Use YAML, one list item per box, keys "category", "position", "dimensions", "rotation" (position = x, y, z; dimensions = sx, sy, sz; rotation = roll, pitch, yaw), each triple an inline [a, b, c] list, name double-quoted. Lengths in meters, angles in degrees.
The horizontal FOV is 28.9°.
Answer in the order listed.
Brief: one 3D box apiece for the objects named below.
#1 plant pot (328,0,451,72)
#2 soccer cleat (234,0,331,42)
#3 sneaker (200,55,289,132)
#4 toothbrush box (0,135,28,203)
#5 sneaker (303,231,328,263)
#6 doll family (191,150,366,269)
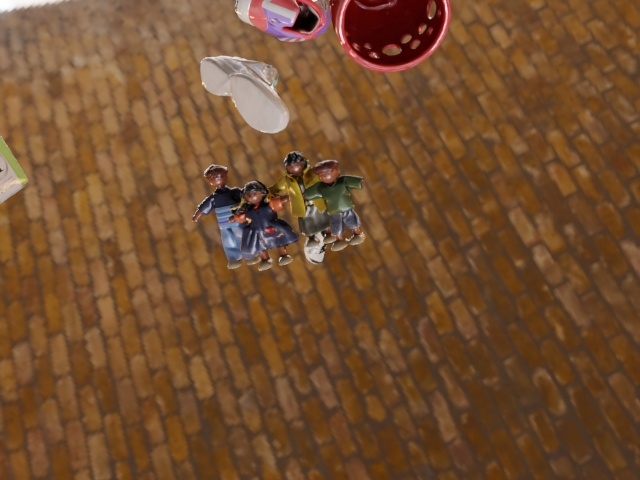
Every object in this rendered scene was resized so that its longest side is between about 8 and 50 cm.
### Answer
- category: "plant pot"
  position: [0.105, -0.397, 2.042]
  dimensions: [0.191, 0.191, 0.174]
  rotation: [-29, -146, 10]
- category: "soccer cleat"
  position: [-0.037, -0.396, 2.209]
  dimensions: [0.116, 0.318, 0.108]
  rotation: [28, -79, 19]
- category: "sneaker"
  position: [-0.095, -0.239, 1.918]
  dimensions: [0.094, 0.080, 0.212]
  rotation: [-19, -139, -31]
- category: "toothbrush box"
  position: [-0.465, -0.116, 1.242]
  dimensions: [0.122, 0.283, 0.206]
  rotation: [-10, -153, 43]
- category: "sneaker"
  position: [0.000, 0.000, 1.688]
  dimensions: [0.037, 0.083, 0.032]
  rotation: [24, -139, 33]
- category: "doll family"
  position: [-0.045, -0.038, 1.292]
  dimensions: [0.193, 0.111, 0.076]
  rotation: [-17, -162, 7]
